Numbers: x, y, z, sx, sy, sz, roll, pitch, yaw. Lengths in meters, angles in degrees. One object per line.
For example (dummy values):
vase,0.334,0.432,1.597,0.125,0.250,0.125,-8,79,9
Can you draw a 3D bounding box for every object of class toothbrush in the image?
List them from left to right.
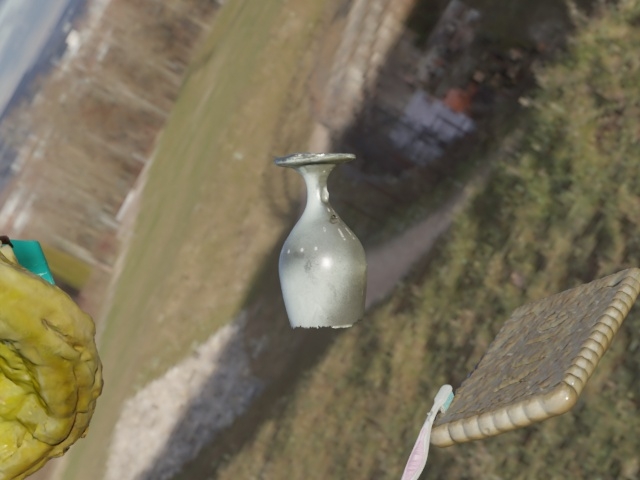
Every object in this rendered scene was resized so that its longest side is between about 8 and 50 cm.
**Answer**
toothbrush,0.082,0.204,1.225,0.017,0.022,0.204,-6,35,34

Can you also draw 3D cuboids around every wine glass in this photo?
wine glass,0.000,0.000,1.872,0.126,0.126,0.241,180,87,-74

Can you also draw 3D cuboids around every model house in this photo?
model house,-0.470,0.051,1.979,0.149,0.100,0.127,-21,-7,0

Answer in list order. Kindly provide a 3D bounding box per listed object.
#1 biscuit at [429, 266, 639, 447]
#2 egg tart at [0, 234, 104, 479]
biscuit,0.276,0.146,1.697,0.217,0.044,0.325,-22,14,37
egg tart,-0.320,0.074,0.951,0.345,0.345,0.132,-50,40,37
